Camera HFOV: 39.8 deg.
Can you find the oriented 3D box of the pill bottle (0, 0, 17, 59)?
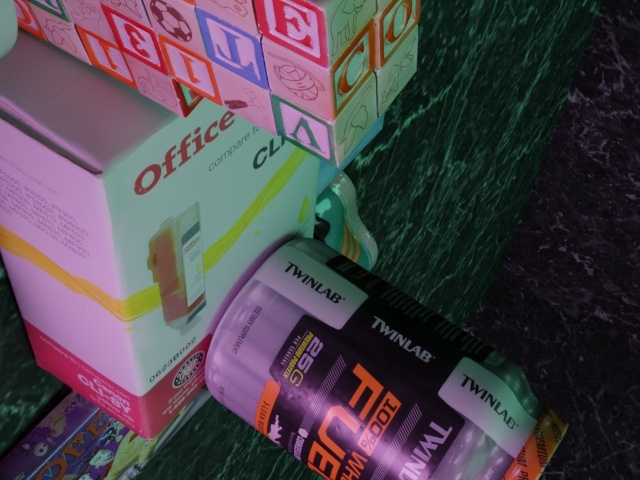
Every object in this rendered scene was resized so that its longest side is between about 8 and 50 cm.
[{"bbox_3d":[-0.286,-0.060,0.392,0.283,0.161,0.161,-48,158,-29],"label":"pill bottle"}]

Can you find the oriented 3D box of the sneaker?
[{"bbox_3d":[0.000,0.000,1.304,0.121,0.108,0.302,-53,152,-16],"label":"sneaker"}]

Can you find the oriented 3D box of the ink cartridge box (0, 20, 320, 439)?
[{"bbox_3d":[-0.136,-0.041,0.799,0.279,0.160,0.385,-46,157,-32],"label":"ink cartridge box"}]

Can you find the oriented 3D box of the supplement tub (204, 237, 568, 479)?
[{"bbox_3d":[0.062,0.151,0.855,0.194,0.316,0.194,-51,161,-25],"label":"supplement tub"}]

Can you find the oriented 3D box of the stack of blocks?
[{"bbox_3d":[-0.089,-0.161,0.530,0.087,0.297,0.171,-52,159,-21],"label":"stack of blocks"}]

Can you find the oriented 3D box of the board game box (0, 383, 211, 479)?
[{"bbox_3d":[-0.211,0.188,1.065,0.347,0.056,0.208,-46,151,-19],"label":"board game box"}]

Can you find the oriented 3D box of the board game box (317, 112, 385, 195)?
[{"bbox_3d":[-0.001,-0.112,1.099,0.281,0.027,0.145,-48,161,-31],"label":"board game box"}]
